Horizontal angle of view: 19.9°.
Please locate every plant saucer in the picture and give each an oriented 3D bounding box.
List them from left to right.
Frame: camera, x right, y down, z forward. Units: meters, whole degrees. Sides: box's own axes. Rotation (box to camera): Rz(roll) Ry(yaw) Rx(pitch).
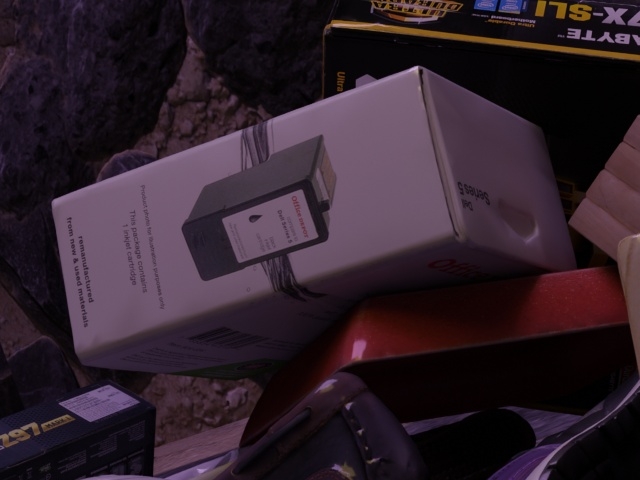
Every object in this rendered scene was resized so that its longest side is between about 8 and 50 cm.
[{"bbox_3d":[0.094,0.072,1.191,0.259,0.048,0.258,-8,-15,-20],"label":"plant saucer"}]

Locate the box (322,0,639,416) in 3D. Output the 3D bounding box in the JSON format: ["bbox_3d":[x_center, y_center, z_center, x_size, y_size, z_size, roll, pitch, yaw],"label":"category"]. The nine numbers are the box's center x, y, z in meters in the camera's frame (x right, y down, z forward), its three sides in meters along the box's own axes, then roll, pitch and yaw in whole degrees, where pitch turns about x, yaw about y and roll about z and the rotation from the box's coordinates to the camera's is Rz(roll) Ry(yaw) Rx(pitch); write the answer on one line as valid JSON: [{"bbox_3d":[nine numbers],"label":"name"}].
[{"bbox_3d":[0.131,-0.023,1.301,0.257,0.322,0.079,9,40,9],"label":"box"}]

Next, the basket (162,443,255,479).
[{"bbox_3d":[-0.086,0.204,1.164,0.167,0.103,0.113,-19,-2,-24],"label":"basket"}]

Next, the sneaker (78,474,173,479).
[{"bbox_3d":[-0.170,0.198,0.793,0.365,0.137,0.210,-1,12,7],"label":"sneaker"}]

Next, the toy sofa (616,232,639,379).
[{"bbox_3d":[0.288,0.046,0.567,0.362,0.177,0.150,-21,-26,32],"label":"toy sofa"}]

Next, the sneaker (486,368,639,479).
[{"bbox_3d":[0.144,0.115,0.894,0.283,0.107,0.124,-19,-8,-47],"label":"sneaker"}]

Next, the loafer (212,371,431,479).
[{"bbox_3d":[-0.066,0.172,0.949,0.302,0.095,0.109,-33,-15,26],"label":"loafer"}]

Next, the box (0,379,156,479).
[{"bbox_3d":[-0.214,0.213,1.216,0.059,0.183,0.232,23,30,38],"label":"box"}]

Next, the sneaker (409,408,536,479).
[{"bbox_3d":[0.076,0.179,1.398,0.188,0.066,0.071,-15,-17,13],"label":"sneaker"}]

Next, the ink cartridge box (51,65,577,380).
[{"bbox_3d":[0.000,0.000,1.168,0.272,0.115,0.198,-18,-16,25],"label":"ink cartridge box"}]

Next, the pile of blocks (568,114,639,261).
[{"bbox_3d":[0.297,-0.013,1.010,0.112,0.149,0.362,29,-17,-26],"label":"pile of blocks"}]
